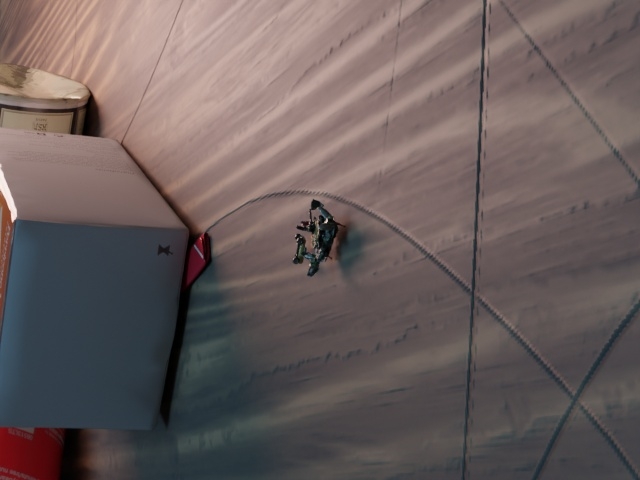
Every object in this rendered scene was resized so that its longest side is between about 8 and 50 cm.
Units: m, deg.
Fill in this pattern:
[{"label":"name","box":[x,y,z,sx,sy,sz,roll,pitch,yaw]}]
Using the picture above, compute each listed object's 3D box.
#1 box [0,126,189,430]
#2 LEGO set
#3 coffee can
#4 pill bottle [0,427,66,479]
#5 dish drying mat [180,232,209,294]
[{"label":"box","box":[-0.276,0.028,1.262,0.345,0.168,0.215,-138,55,-61]},{"label":"LEGO set","box":[0.000,-0.002,0.859,0.083,0.023,0.054,-139,58,-76]},{"label":"coffee can","box":[-0.425,-0.082,1.577,0.201,0.201,0.275,-138,56,-60]},{"label":"pill bottle","box":[-0.440,0.350,1.437,0.229,0.229,0.408,130,148,-52]},{"label":"dish drying mat","box":[-0.123,0.022,1.130,0.083,0.008,0.032,137,131,-56]}]
